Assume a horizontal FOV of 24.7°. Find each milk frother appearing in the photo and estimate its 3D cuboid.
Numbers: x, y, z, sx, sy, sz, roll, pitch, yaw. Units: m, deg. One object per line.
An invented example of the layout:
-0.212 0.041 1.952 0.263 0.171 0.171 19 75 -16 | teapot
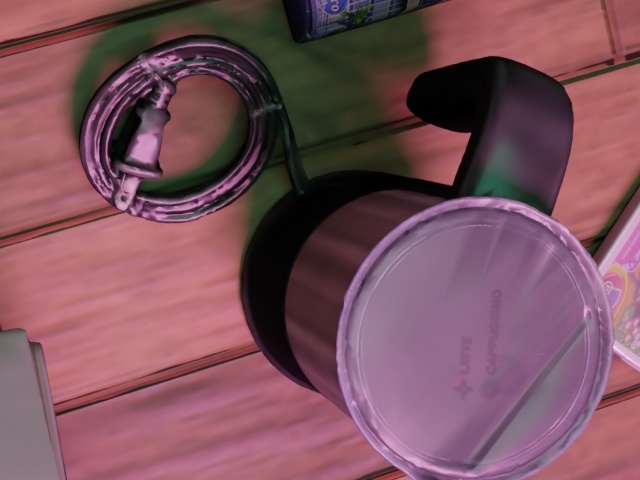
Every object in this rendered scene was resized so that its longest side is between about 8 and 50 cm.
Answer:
0.000 0.000 0.461 0.143 0.135 0.129 1 95 -15 | milk frother

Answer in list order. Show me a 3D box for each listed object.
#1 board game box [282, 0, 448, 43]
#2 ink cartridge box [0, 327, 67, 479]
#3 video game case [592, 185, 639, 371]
0.060 -0.186 0.496 0.194 0.060 0.194 -18 100 -11 | board game box
-0.170 0.123 0.418 0.212 0.093 0.154 -12 137 -15 | ink cartridge box
0.163 0.025 0.570 0.122 0.011 0.087 35 86 -16 | video game case
